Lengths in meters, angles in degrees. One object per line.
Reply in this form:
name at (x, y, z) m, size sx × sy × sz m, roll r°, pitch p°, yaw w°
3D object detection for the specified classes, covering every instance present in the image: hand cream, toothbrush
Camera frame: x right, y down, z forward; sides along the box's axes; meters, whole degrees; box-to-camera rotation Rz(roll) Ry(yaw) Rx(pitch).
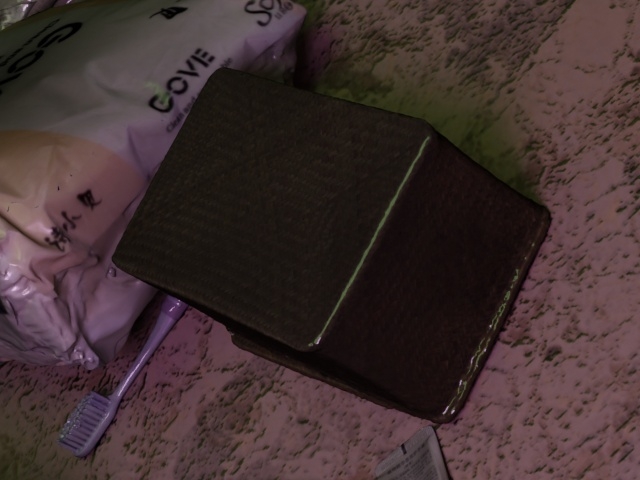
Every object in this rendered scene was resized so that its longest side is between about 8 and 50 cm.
hand cream at (0.074, 0.198, 1.351) m, size 0.057 × 0.037 × 0.165 m, roll -41°, pitch 37°, yaw 19°
toothbrush at (-0.108, 0.028, 1.625) m, size 0.354 × 0.029 × 0.024 m, roll -55°, pitch 41°, yaw 2°

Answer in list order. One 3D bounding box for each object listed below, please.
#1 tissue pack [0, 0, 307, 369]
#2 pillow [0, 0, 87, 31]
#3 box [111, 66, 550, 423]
tissue pack at (-0.220, -0.060, 1.676) m, size 0.390 × 0.195 × 0.375 m, roll -3°, pitch 44°, yaw 46°
pillow at (-0.254, -0.273, 1.915) m, size 0.181 × 0.078 × 0.134 m, roll -48°, pitch 41°, yaw 9°
box at (0.002, 0.001, 1.452) m, size 0.273 × 0.143 × 0.184 m, roll 20°, pitch 81°, yaw 49°
